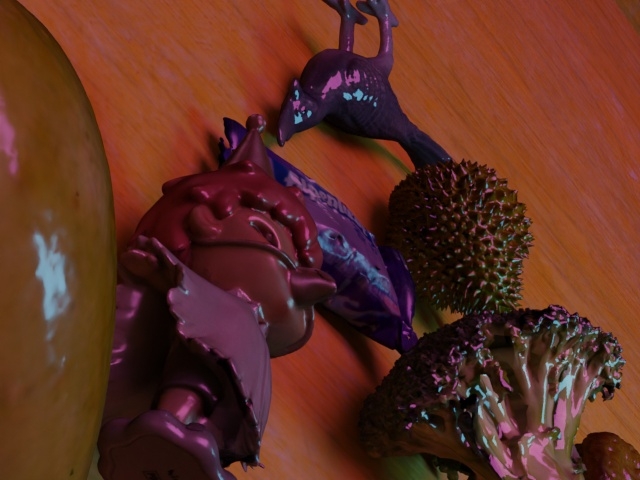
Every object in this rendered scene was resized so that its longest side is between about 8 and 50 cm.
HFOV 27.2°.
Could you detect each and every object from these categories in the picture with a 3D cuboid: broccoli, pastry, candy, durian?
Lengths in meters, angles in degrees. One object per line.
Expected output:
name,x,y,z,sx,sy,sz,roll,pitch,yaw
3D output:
broccoli,0.205,0.227,1.173,0.361,0.221,0.252,57,21,1
pastry,0.314,0.302,1.450,0.189,0.103,0.188,41,32,-33
candy,0.000,0.000,1.235,0.275,0.070,0.145,37,28,-32
durian,0.151,0.000,1.412,0.159,0.146,0.198,29,37,-45

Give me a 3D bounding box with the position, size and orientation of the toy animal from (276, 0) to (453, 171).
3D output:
toy animal,0.047,-0.173,1.464,0.367,0.081,0.205,11,73,-56

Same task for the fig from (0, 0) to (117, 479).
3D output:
fig,-0.217,0.031,0.627,0.258,0.258,0.326,-41,123,-63

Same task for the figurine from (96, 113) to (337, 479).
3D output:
figurine,-0.064,0.041,0.973,0.387,0.166,0.207,-73,145,-52
